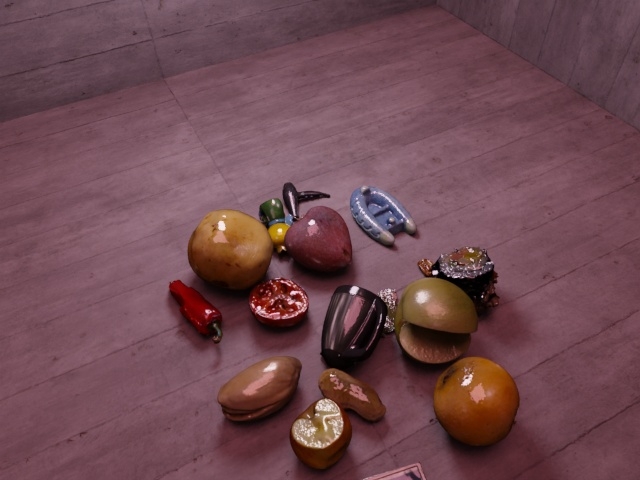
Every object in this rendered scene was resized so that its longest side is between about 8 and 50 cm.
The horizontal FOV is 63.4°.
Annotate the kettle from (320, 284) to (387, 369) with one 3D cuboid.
[{"bbox_3d":[0.112,0.321,1.771,0.251,0.207,0.271,11,57,28],"label":"kettle"}]

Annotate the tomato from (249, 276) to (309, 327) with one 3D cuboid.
[{"bbox_3d":[-0.150,0.243,1.919,0.228,0.101,0.228,3,41,-2],"label":"tomato"}]

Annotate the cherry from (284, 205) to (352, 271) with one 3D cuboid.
[{"bbox_3d":[0.000,0.000,2.051,0.307,0.221,0.261,40,62,12],"label":"cherry"}]

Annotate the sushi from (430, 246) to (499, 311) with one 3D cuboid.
[{"bbox_3d":[0.541,0.155,1.905,0.225,0.218,0.238,-4,39,29],"label":"sushi"}]

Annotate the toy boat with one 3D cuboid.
[{"bbox_3d":[0.258,-0.128,2.224,0.215,0.123,0.330,-25,53,-18],"label":"toy boat"}]

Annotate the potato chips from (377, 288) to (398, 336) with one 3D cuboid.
[{"bbox_3d":[0.249,0.269,1.928,0.142,0.026,0.209,21,52,17],"label":"potato chips"}]

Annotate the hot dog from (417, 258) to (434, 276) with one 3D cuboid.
[{"bbox_3d":[0.422,0.105,2.062,0.058,0.035,0.083,-23,51,-13],"label":"hot dog"}]

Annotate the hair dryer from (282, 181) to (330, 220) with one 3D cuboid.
[{"bbox_3d":[-0.056,-0.184,2.335,0.219,0.075,0.195,-7,57,-14],"label":"hair dryer"}]

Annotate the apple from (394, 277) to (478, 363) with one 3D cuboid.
[{"bbox_3d":[0.386,0.271,1.747,0.254,0.292,0.292,6,47,-5],"label":"apple"}]

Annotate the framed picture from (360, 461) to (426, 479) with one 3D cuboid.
[{"bbox_3d":[0.242,0.780,1.465,0.189,0.023,0.260,-14,49,-7],"label":"framed picture"}]

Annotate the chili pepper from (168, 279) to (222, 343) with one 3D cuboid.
[{"bbox_3d":[-0.460,0.253,1.916,0.110,0.110,0.387,-36,53,-27],"label":"chili pepper"}]

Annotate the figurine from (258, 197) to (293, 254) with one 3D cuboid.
[{"bbox_3d":[-0.189,-0.048,2.179,0.127,0.185,0.234,-20,87,-29],"label":"figurine"}]

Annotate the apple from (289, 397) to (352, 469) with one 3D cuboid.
[{"bbox_3d":[0.000,0.581,1.559,0.195,0.160,0.173,-36,59,-29],"label":"apple"}]

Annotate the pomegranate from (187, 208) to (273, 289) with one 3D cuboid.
[{"bbox_3d":[-0.339,0.032,1.975,0.333,0.332,0.332,-1,48,1],"label":"pomegranate"}]

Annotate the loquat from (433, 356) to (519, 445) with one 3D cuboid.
[{"bbox_3d":[0.467,0.482,1.564,0.263,0.263,0.263,-1,48,1],"label":"loquat"}]

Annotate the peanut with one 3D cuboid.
[{"bbox_3d":[0.099,0.501,1.670,0.236,0.110,0.120,29,43,15],"label":"peanut"}]

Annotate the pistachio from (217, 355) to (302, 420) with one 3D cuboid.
[{"bbox_3d":[-0.186,0.470,1.669,0.293,0.162,0.181,-29,36,-18],"label":"pistachio"}]
